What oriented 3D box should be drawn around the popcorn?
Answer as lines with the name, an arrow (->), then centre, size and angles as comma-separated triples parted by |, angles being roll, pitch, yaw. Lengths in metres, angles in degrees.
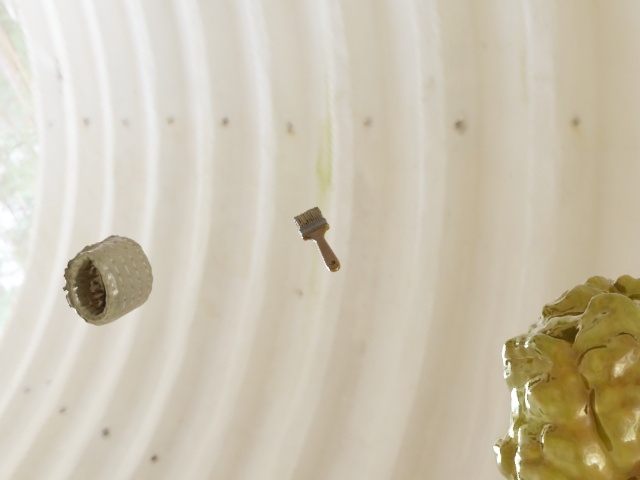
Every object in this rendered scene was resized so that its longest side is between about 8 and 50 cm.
popcorn -> 0.263, 0.155, 0.876 | 0.233, 0.266, 0.192 | -21, 179, -29

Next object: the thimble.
thimble -> -0.304, 0.058, 1.579 | 0.102, 0.115, 0.090 | 2, -159, 36

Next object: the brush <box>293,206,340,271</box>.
brush -> 0.000, 0.000, 1.552 | 0.043, 0.014, 0.170 | -27, -147, -1
